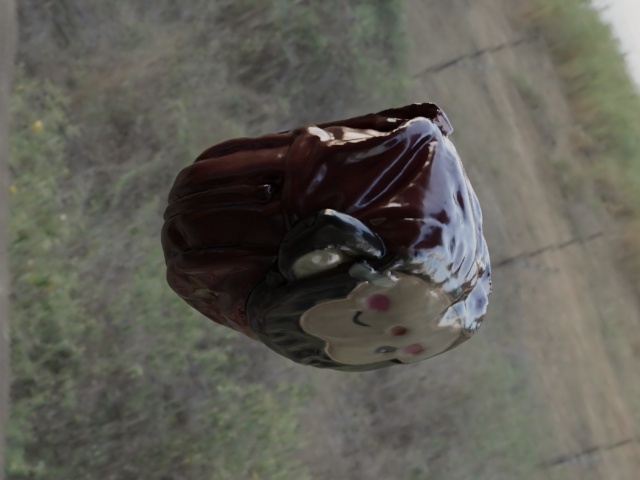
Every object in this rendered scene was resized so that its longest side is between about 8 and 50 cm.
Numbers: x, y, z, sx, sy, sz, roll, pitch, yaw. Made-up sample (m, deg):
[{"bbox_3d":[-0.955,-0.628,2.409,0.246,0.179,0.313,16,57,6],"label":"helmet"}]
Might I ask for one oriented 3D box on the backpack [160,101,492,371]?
[{"bbox_3d":[0.000,0.002,0.879,0.229,0.229,0.139,38,48,-49],"label":"backpack"}]
